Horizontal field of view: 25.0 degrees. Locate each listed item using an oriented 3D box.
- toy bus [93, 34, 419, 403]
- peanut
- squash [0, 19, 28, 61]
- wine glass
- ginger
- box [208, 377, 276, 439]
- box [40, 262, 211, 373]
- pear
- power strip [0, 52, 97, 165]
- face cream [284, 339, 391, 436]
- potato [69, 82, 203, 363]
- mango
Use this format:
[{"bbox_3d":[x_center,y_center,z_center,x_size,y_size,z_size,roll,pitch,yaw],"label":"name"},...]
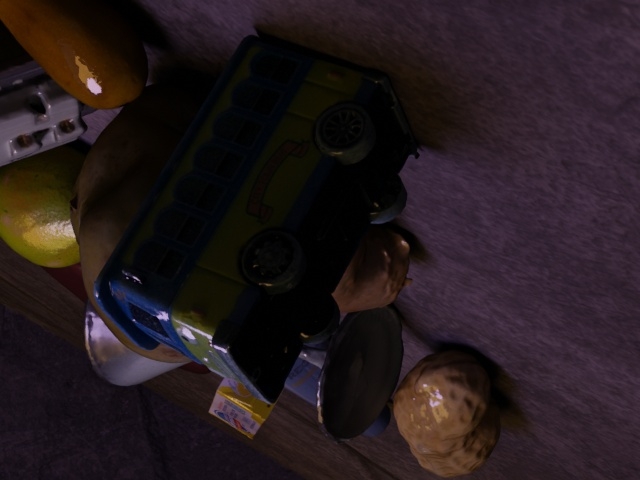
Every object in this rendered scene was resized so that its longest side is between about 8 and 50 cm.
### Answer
[{"bbox_3d":[-0.055,-0.022,1.386,0.190,0.312,0.152,21,161,26],"label":"toy bus"},{"bbox_3d":[0.182,0.247,2.060,0.147,0.147,0.305,23,162,25],"label":"peanut"},{"bbox_3d":[-0.467,-0.265,1.732,0.287,0.137,0.137,37,163,-12],"label":"squash"},{"bbox_3d":[-0.103,0.130,2.051,0.406,0.267,0.267,13,156,33],"label":"wine glass"},{"bbox_3d":[0.000,0.000,1.669,0.267,0.152,0.138,44,-170,-50],"label":"ginger"},{"bbox_3d":[-0.108,0.234,2.477,0.097,0.168,0.265,29,165,0],"label":"box"},{"bbox_3d":[-0.329,0.096,2.557,0.263,0.108,0.404,14,156,46],"label":"box"},{"bbox_3d":[-0.385,-0.056,2.119,0.187,0.187,0.220,41,152,-30],"label":"pear"},{"bbox_3d":[-0.371,-0.141,1.725,0.251,0.257,0.092,147,101,-76],"label":"power strip"},{"bbox_3d":[0.002,0.222,2.350,0.086,0.135,0.385,43,179,41],"label":"face cream"},{"bbox_3d":[-0.168,-0.031,1.594,0.203,0.351,0.218,-26,135,17],"label":"potato"},{"bbox_3d":[-0.280,-0.231,1.556,0.227,0.099,0.136,39,168,2],"label":"mango"}]
